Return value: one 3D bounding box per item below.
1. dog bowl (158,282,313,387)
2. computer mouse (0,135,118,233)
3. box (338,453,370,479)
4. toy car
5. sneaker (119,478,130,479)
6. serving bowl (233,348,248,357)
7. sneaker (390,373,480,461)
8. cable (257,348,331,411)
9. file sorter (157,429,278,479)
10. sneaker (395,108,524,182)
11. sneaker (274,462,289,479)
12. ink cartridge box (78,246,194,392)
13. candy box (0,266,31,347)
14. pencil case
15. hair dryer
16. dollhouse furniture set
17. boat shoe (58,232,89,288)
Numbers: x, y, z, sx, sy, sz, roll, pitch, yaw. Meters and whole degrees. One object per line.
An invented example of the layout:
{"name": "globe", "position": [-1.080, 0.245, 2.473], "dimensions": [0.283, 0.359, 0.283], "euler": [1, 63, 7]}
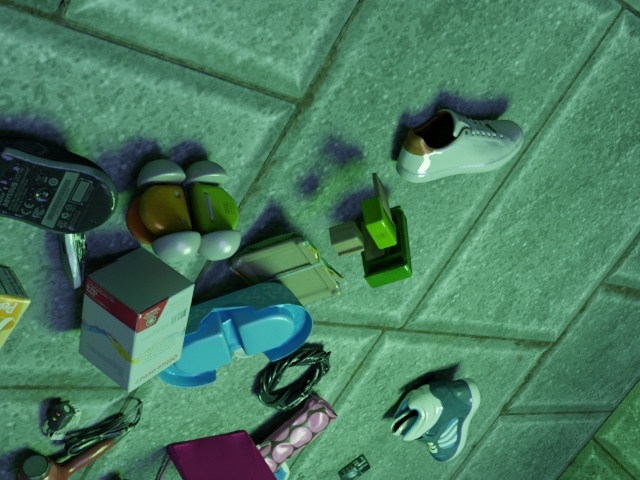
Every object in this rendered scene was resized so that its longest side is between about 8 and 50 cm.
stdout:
{"name": "dog bowl", "position": [-0.165, 0.170, 1.683], "dimensions": [0.297, 0.074, 0.166], "euler": [-18, 139, -7]}
{"name": "computer mouse", "position": [-0.411, -0.095, 1.265], "dimensions": [0.272, 0.072, 0.188], "euler": [22, 113, -37]}
{"name": "box", "position": [0.092, 0.616, 2.448], "dimensions": [0.083, 0.018, 0.067], "euler": [-34, 143, -12]}
{"name": "toy car", "position": [-0.222, -0.037, 1.445], "dimensions": [0.182, 0.159, 0.136], "euler": [-3, 162, -41]}
{"name": "sneaker", "position": [-0.455, 0.599, 1.870], "dimensions": [0.106, 0.101, 0.267], "euler": [6, 121, -42]}
{"name": "serving bowl", "position": [-0.142, 0.194, 1.816], "dimensions": [0.083, 0.027, 0.083], "euler": [-24, 140, -22]}
{"name": "sneaker", "position": [0.273, 0.493, 2.420], "dimensions": [0.236, 0.130, 0.322], "euler": [-8, 137, -24]}
{"name": "cable", "position": [-0.055, 0.292, 1.985], "dimensions": [0.184, 0.047, 0.150], "euler": [-38, 138, -2]}
{"name": "file sorter", "position": [-0.202, 0.585, 1.932], "dimensions": [0.202, 0.290, 0.182], "euler": [-2, 130, -41]}
{"name": "sneaker", "position": [0.285, -0.199, 1.753], "dimensions": [0.290, 0.106, 0.123], "euler": [-19, 139, -26]}
{"name": "sneaker", "position": [-0.124, 0.570, 2.175], "dimensions": [0.085, 0.058, 0.152], "euler": [-32, 149, -28]}
{"name": "ink cartridge box", "position": [-0.305, 0.130, 1.499], "dimensions": [0.128, 0.127, 0.176], "euler": [-31, 145, -47]}
{"name": "candy box", "position": [-0.593, 0.105, 1.270], "dimensions": [0.316, 0.087, 0.183], "euler": [19, 112, -50]}
{"name": "pencil case", "position": [-0.064, 0.435, 2.076], "dimensions": [0.209, 0.095, 0.098], "euler": [-41, 128, -6]}
{"name": "hair dryer", "position": [-0.460, 0.426, 1.713], "dimensions": [0.224, 0.080, 0.293], "euler": [16, 115, -49]}
{"name": "dollhouse furniture set", "position": [0.000, 0.000, 1.724], "dimensions": [0.302, 0.151, 0.197], "euler": [-18, 139, 15]}
{"name": "boat shoe", "position": [-0.378, 0.015, 1.412], "dimensions": [0.040, 0.049, 0.142], "euler": [-21, 136, -28]}
